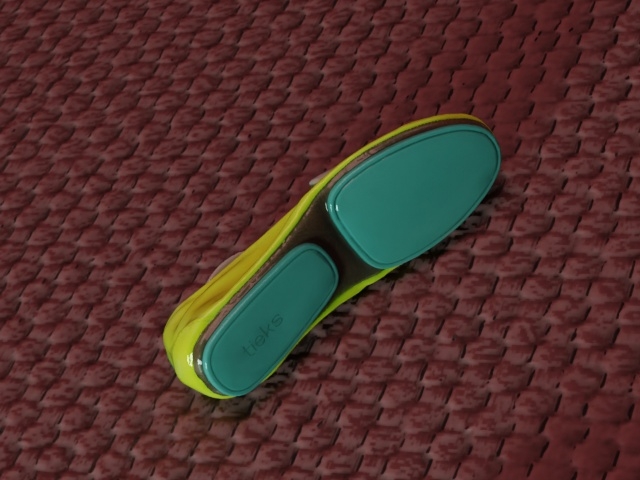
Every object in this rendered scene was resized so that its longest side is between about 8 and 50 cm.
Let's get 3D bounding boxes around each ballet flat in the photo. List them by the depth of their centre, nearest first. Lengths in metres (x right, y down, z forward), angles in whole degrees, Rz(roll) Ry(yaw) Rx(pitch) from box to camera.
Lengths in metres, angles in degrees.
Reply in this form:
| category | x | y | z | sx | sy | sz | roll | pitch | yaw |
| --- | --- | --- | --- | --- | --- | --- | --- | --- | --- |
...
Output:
| category | x | y | z | sx | sy | sz | roll | pitch | yaw |
| --- | --- | --- | --- | --- | --- | --- | --- | --- | --- |
| ballet flat | 0.000 | 0.000 | 1.020 | 0.231 | 0.077 | 0.077 | -41 | 26 | -14 |
